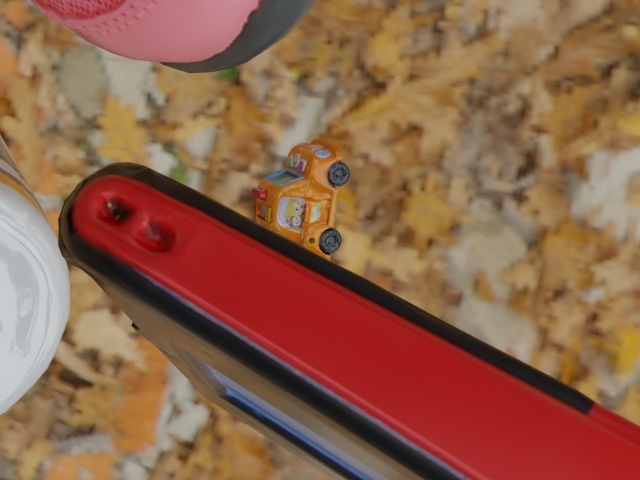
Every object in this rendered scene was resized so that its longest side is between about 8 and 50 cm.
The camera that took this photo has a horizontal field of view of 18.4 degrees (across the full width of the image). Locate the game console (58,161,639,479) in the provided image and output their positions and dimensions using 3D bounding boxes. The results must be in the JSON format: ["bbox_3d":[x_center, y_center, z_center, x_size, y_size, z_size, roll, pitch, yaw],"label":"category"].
[{"bbox_3d":[0.083,0.106,0.671,0.342,0.386,0.060,27,81,6],"label":"game console"}]

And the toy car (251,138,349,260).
[{"bbox_3d":[0.000,0.000,0.886,0.040,0.122,0.060,3,118,-23],"label":"toy car"}]

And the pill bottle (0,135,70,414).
[{"bbox_3d":[-0.249,-0.023,1.092,0.162,0.278,0.162,-12,123,-19],"label":"pill bottle"}]

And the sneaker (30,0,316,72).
[{"bbox_3d":[-0.108,-0.156,0.315,0.136,0.116,0.314,-33,100,-34],"label":"sneaker"}]
